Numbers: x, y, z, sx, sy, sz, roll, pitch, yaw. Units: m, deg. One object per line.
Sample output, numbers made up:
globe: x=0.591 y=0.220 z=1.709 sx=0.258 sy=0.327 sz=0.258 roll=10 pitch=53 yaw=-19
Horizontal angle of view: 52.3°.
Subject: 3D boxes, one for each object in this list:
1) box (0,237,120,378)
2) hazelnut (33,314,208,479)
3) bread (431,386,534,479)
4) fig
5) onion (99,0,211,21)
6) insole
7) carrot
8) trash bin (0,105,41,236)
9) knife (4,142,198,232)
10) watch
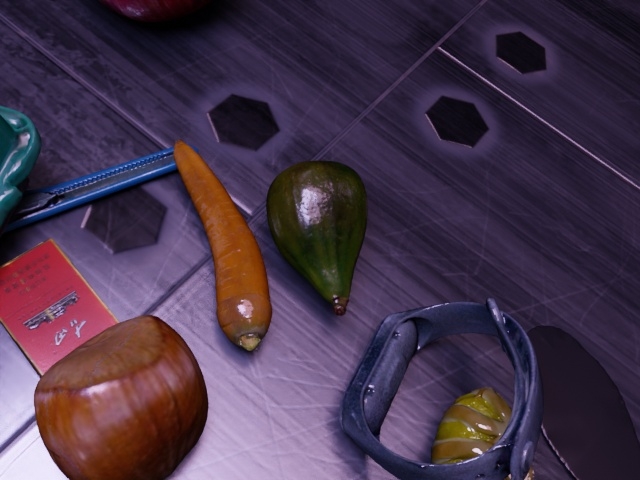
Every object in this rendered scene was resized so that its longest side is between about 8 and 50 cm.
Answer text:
box: x=-0.277 y=0.069 z=0.666 sx=0.090 sy=0.023 sz=0.133 roll=-35 pitch=73 yaw=-26
hazelnut: x=-0.171 y=0.150 z=0.583 sx=0.150 sy=0.150 sz=0.150 roll=6 pitch=60 yaw=-10
bread: x=0.159 y=0.221 z=0.660 sx=0.095 sy=0.083 sz=0.157 roll=10 pitch=59 yaw=6
fig: x=0.000 y=0.000 z=0.734 sx=0.117 sy=0.117 sz=0.177 roll=-6 pitch=79 yaw=-17
onion: x=-0.216 y=-0.391 z=0.866 sx=0.248 sy=0.161 sz=0.248 roll=5 pitch=50 yaw=-6
insole: x=0.327 y=0.250 z=0.720 sx=0.119 sy=0.009 sz=0.348 roll=-19 pitch=67 yaw=-21
carrot: x=-0.106 y=-0.002 z=0.729 sx=0.066 sy=0.062 sz=0.271 roll=-20 pitch=65 yaw=3
trash bin: x=-0.423 y=-0.075 z=0.491 sx=0.259 sy=0.381 sz=0.295 roll=17 pitch=68 yaw=2
knife: x=-0.275 y=-0.059 z=0.738 sx=0.297 sy=0.026 sz=0.044 roll=-25 pitch=58 yaw=-24
watch: x=0.128 y=0.144 z=0.645 sx=0.193 sy=0.068 sz=0.206 roll=5 pitch=46 yaw=36
